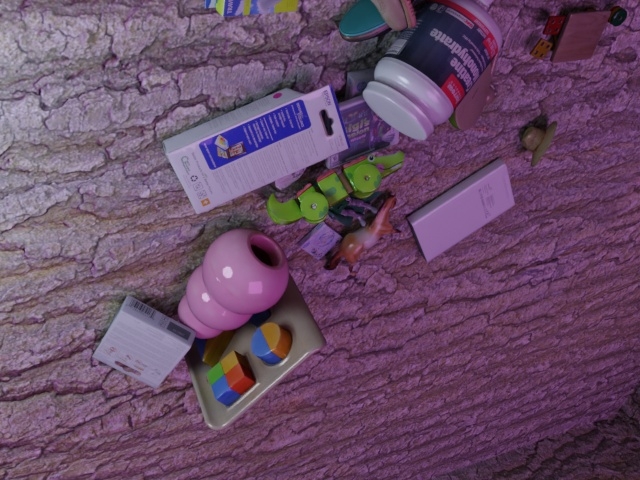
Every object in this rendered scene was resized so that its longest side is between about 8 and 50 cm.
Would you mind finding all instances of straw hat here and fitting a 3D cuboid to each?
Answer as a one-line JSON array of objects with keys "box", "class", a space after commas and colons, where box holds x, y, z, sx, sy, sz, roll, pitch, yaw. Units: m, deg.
[{"box": [0.579, -0.275, 2.195, 0.061, 0.144, 0.144, 24, 123, -1], "class": "straw hat"}]

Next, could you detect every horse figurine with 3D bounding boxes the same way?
[{"box": [0.120, 0.001, 2.151, 0.263, 0.066, 0.174, -36, 152, -1], "class": "horse figurine"}]

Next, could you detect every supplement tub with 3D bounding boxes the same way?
[{"box": [0.235, -0.368, 1.709, 0.272, 0.191, 0.191, -53, 141, -5], "class": "supplement tub"}]

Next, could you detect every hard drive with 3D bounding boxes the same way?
[{"box": [0.401, -0.082, 2.288, 0.308, 0.040, 0.203, -32, 141, -2], "class": "hard drive"}]

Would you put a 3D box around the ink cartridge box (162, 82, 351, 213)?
[{"box": [-0.131, -0.204, 1.724, 0.371, 0.069, 0.175, -22, 132, -2], "class": "ink cartridge box"}]

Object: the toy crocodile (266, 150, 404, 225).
[{"box": [0.038, -0.124, 1.876, 0.341, 0.105, 0.115, -28, 177, -1], "class": "toy crocodile"}]

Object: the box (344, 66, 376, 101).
[{"box": [0.120, -0.309, 1.858, 0.145, 0.038, 0.186, -15, 136, -24], "class": "box"}]

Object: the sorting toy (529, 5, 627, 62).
[{"box": [0.623, -0.510, 1.998, 0.275, 0.046, 0.132, -12, 136, -26], "class": "sorting toy"}]

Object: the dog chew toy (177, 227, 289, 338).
[{"box": [-0.224, 0.119, 1.938, 0.207, 0.206, 0.332, 11, 136, -42], "class": "dog chew toy"}]

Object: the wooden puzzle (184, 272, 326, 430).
[{"box": [-0.185, 0.249, 2.000, 0.348, 0.322, 0.080, -38, 130, 6], "class": "wooden puzzle"}]

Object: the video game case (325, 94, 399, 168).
[{"box": [0.098, -0.258, 1.840, 0.190, 0.022, 0.173, -22, 142, -17], "class": "video game case"}]

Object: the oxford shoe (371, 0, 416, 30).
[{"box": [0.038, -0.524, 1.495, 0.146, 0.140, 0.397, -35, 125, 13], "class": "oxford shoe"}]

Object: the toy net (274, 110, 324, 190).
[{"box": [-0.036, -0.215, 1.844, 0.122, 0.045, 0.232, 3, 130, -41], "class": "toy net"}]

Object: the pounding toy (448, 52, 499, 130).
[{"box": [0.326, -0.371, 1.913, 0.237, 0.110, 0.183, -40, 140, -43], "class": "pounding toy"}]

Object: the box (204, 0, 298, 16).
[{"box": [-0.123, -0.478, 1.509, 0.178, 0.042, 0.109, -13, 136, -26], "class": "box"}]

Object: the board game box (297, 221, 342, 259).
[{"box": [0.000, 0.000, 2.106, 0.090, 0.020, 0.090, -42, 142, 9], "class": "board game box"}]

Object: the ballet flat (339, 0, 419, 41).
[{"box": [0.165, -0.491, 1.664, 0.280, 0.095, 0.096, -40, 153, 6], "class": "ballet flat"}]

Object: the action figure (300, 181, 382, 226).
[{"box": [0.037, -0.095, 2.007, 0.232, 0.063, 0.137, 16, 123, -40], "class": "action figure"}]

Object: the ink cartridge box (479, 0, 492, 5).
[{"box": [0.232, -0.598, 1.454, 0.198, 0.270, 0.197, 17, 117, -45], "class": "ink cartridge box"}]

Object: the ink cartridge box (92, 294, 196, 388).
[{"box": [-0.432, 0.252, 1.976, 0.189, 0.066, 0.232, 30, 137, -12], "class": "ink cartridge box"}]
